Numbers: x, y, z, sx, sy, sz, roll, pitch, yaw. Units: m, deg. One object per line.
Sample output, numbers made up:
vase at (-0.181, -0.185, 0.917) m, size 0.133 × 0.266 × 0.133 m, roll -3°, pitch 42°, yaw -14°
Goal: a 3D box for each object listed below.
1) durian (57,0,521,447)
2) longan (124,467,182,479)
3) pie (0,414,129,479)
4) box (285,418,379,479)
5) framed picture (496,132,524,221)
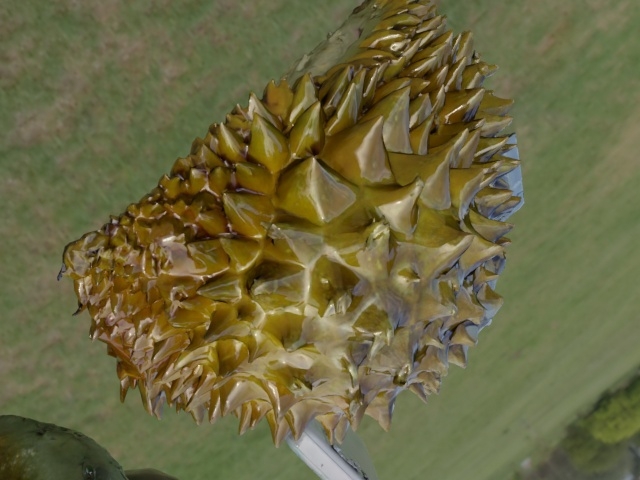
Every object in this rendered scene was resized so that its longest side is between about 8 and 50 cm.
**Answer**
durian at (0.011, -0.002, 0.461) m, size 0.249 × 0.138 × 0.183 m, roll -62°, pitch 161°, yaw -56°
longan at (-0.222, 0.408, 1.251) m, size 0.297 × 0.297 × 0.297 m, roll -35°, pitch 162°, yaw -13°
pie at (-0.194, 0.214, 0.517) m, size 0.302 × 0.302 × 0.067 m, roll -40°, pitch 124°, yaw 2°
box at (0.010, 0.229, 1.268) m, size 0.044 × 0.142 × 0.285 m, roll -46°, pitch -174°, yaw 0°
framed picture at (0.083, 0.013, 1.065) m, size 0.273 × 0.016 × 0.216 m, roll -38°, pitch 159°, yaw -1°
